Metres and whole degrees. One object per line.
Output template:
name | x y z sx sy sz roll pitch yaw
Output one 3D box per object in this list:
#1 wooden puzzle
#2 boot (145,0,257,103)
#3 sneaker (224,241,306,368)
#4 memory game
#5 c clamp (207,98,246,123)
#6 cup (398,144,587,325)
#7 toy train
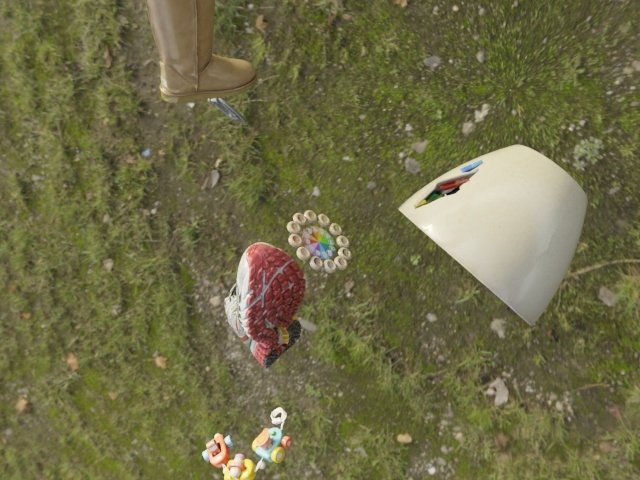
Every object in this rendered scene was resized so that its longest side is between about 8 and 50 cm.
wooden puzzle | 0.172 -0.071 0.656 0.079 0.116 0.014 -22 78 -9
boot | -0.222 -0.415 0.960 0.089 0.236 0.269 48 147 26
sneaker | -0.080 0.075 0.576 0.093 0.088 0.225 38 148 20
memory game | 0.000 0.000 1.197 0.186 0.186 0.012 46 132 3
c clamp | -0.251 -0.341 1.218 0.022 0.161 0.137 -51 124 -4
cup | 0.351 -0.037 0.916 0.331 0.331 0.237 43 99 4
toy train | -0.134 0.356 0.842 0.166 0.125 0.046 -30 126 0
